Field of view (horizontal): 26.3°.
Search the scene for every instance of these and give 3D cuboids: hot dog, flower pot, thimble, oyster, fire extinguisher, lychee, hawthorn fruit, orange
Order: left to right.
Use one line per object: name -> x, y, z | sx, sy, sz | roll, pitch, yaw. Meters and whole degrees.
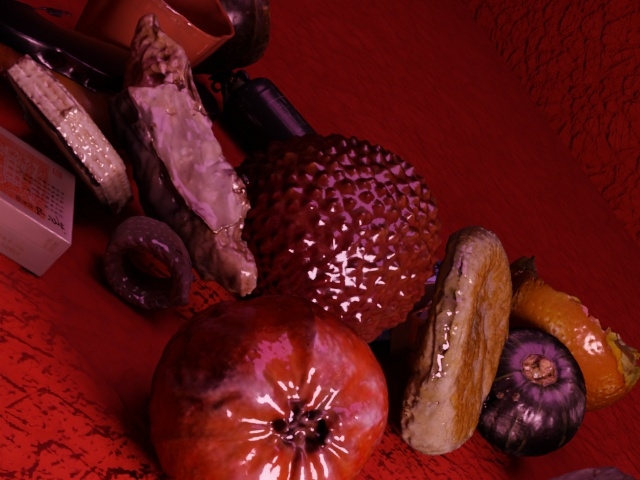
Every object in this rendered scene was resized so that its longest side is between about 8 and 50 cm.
hot dog -> -0.289, -0.189, 1.711 | 0.326, 0.107, 0.194 | 26, 18, -24
flower pot -> -0.241, -0.284, 1.867 | 0.191, 0.173, 0.190 | 38, 21, -18
thimble -> -0.188, 0.028, 1.525 | 0.110, 0.084, 0.062 | 37, 22, -17
oyster -> -0.169, -0.094, 1.587 | 0.166, 0.110, 0.341 | -2, -73, 66
hawthorn fruit -> -0.071, 0.158, 1.381 | 0.242, 0.242, 0.272 | 36, -8, -26
fire extinguisher -> -0.062, -0.153, 2.095 | 0.311, 0.095, 0.114 | 50, -16, 5
lychee -> 0.000, 0.000, 1.702 | 0.276, 0.304, 0.275 | 163, -90, -88
orange -> 0.378, 0.154, 2.214 | 0.262, 0.196, 0.334 | 55, 12, -8

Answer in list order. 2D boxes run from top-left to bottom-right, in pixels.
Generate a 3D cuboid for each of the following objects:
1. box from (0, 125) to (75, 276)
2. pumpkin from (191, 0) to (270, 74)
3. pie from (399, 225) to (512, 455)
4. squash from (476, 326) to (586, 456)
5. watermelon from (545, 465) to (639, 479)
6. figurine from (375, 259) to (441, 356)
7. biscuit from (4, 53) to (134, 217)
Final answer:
box -> -0.352, -0.067, 1.423 | 0.201, 0.058, 0.141 | 37, 23, -27
pumpkin -> -0.208, -0.379, 2.091 | 0.139, 0.221, 0.317 | -17, 61, -37
pie -> 0.185, 0.131, 1.801 | 0.071, 0.323, 0.323 | 13, 10, 21
squash -> 0.298, 0.220, 2.000 | 0.193, 0.155, 0.193 | 1, 37, -1
watermelon -> 0.376, 0.406, 1.788 | 0.387, 0.228, 0.258 | 31, 16, -48
figurine -> 0.105, 0.066, 1.977 | 0.262, 0.153, 0.180 | 39, 24, 30
biscuit -> -0.272, -0.113, 1.513 | 0.150, 0.052, 0.252 | 48, -9, 5
